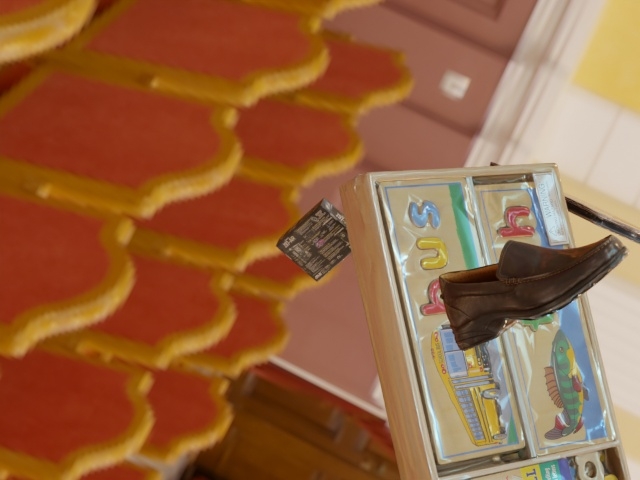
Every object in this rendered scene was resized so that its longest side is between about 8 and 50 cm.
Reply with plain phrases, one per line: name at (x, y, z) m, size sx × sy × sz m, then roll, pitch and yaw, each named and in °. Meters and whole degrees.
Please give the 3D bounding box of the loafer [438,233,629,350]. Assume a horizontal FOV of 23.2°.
loafer at (0.155, 0.028, 1.181) m, size 0.170 × 0.061 × 0.062 m, roll -29°, pitch 180°, yaw 38°

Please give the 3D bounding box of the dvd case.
dvd case at (0.323, -0.035, 1.889) m, size 0.221 × 0.164 × 0.018 m, roll 35°, pitch -78°, yaw 56°

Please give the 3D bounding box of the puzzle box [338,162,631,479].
puzzle box at (0.177, 0.122, 1.606) m, size 0.272 × 0.409 × 0.052 m, roll -6°, pitch 169°, yaw -36°

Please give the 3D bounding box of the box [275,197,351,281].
box at (0.000, 0.000, 1.794) m, size 0.083 × 0.067 × 0.018 m, roll -42°, pitch -167°, yaw 31°
